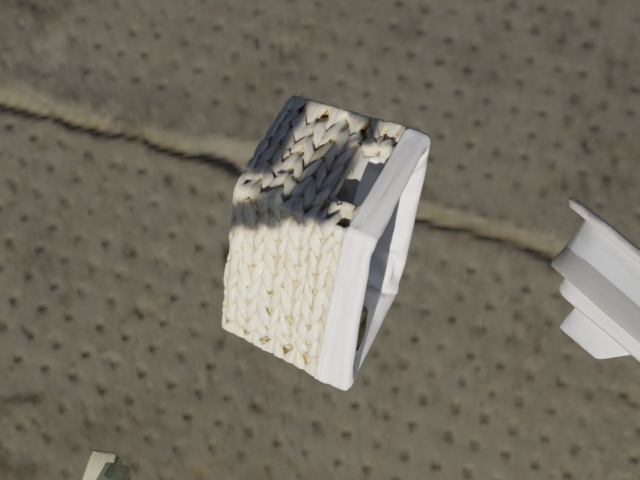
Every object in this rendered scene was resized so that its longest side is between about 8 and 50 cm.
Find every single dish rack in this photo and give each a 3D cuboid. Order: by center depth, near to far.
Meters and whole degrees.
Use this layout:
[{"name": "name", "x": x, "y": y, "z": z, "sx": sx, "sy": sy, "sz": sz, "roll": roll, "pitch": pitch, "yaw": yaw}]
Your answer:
[{"name": "dish rack", "x": 0.287, "y": 0.121, "z": 1.144, "sx": 0.072, "sy": 0.285, "sz": 0.333, "roll": -51, "pitch": 54, "yaw": 4}]

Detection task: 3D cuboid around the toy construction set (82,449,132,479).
[{"name": "toy construction set", "x": -0.215, "y": 0.162, "z": 0.710, "sx": 0.327, "sy": 0.215, "sz": 0.151, "roll": -3, "pitch": 86, "yaw": 10}]

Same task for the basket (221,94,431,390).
[{"name": "basket", "x": 0.000, "y": 0.000, "z": 1.240, "sx": 0.103, "sy": 0.167, "sz": 0.113, "roll": 20, "pitch": 50, "yaw": 11}]
